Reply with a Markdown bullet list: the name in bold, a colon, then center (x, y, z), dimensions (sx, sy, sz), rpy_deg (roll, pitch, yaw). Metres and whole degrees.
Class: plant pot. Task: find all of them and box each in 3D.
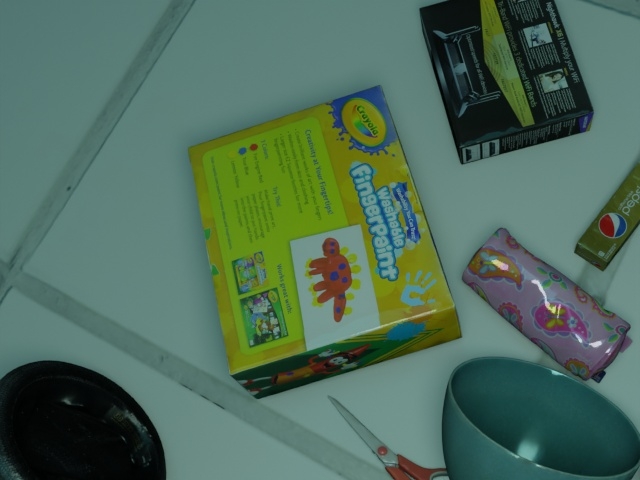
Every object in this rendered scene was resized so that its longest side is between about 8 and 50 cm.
- **plant pot**: center (0.305, 0.335, 1.285), dimensions (0.290, 0.290, 0.195), rpy_deg (22, 113, 18)

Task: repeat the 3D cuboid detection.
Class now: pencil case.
- **pencil case**: center (0.371, 0.105, 1.416), dimensions (0.284, 0.124, 0.124), rpy_deg (39, 82, 20)

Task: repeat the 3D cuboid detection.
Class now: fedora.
- **fedora**: center (-0.424, 0.364, 1.416), dimensions (0.152, 0.334, 0.334), rpy_deg (-41, 65, 27)

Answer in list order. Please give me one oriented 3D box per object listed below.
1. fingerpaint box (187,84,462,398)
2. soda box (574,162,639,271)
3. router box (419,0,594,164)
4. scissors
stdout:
- **fingerpaint box**: center (0.000, 0.000, 1.482), dimensions (0.371, 0.163, 0.445), rpy_deg (-18, 61, 5)
- **soda box**: center (0.512, -0.040, 1.467), dimensions (0.061, 0.058, 0.181), rpy_deg (36, 81, 21)
- **router box**: center (0.337, -0.319, 1.588), dimensions (0.243, 0.081, 0.309), rpy_deg (-14, 69, 7)
- **scissors**: center (0.109, 0.366, 1.410), dimensions (0.297, 0.021, 0.109), rpy_deg (29, 62, 19)
